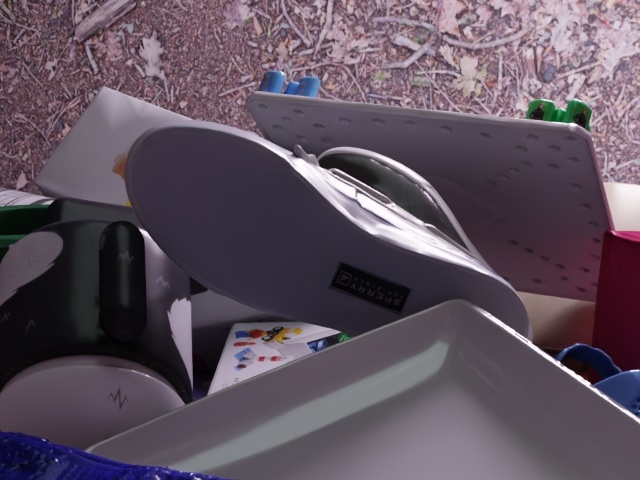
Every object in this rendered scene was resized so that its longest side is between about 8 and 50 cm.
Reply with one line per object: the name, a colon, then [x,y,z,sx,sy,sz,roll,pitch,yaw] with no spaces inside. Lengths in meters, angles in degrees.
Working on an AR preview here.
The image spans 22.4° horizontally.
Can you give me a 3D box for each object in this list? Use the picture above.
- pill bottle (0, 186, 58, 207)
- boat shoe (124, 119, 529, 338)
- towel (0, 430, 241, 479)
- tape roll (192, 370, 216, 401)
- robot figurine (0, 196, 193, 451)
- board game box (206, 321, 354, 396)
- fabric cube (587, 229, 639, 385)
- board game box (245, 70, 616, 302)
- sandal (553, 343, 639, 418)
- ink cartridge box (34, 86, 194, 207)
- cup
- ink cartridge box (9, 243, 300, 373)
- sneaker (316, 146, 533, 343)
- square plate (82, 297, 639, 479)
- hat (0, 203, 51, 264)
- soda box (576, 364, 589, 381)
pill bottle: [-0.371,0.045,1.881,0.363,0.210,0.210,12,7,26]
boat shoe: [0.005,-0.007,1.390,0.367,0.136,0.156,23,13,-9]
towel: [-0.200,0.190,1.023,0.308,0.076,0.227,5,20,27]
tape roll: [-0.055,0.182,1.537,0.189,0.080,0.189,5,6,-1]
robot figurine: [-0.190,0.095,1.367,0.173,0.278,0.209,-17,-42,14]
board game box: [-0.002,0.152,1.353,0.193,0.053,0.305,-1,22,7]
fabric cube: [0.467,0.129,1.745,0.258,0.259,0.254,3,8,-25]
board game box: [0.151,-0.058,1.871,0.390,0.050,0.390,8,-27,22]
sandal: [0.299,0.190,1.583,0.126,0.138,0.317,5,7,-33]
ink cartridge box: [-0.117,0.002,1.960,0.384,0.160,0.279,22,-23,30]
cup: [0.399,0.058,2.120,0.331,0.237,0.331,10,-10,2]
ink cartridge box: [-0.133,0.065,1.610,0.306,0.131,0.226,-13,-20,-2]
sneaker: [0.074,0.018,1.573,0.296,0.104,0.147,48,25,17]
square plate: [0.046,0.175,1.139,0.347,0.049,0.344,-21,29,-20]
hat: [-0.314,0.066,1.705,0.208,0.184,0.173,10,17,42]
soda box: [0.336,0.194,1.963,0.061,0.058,0.181,8,6,16]
